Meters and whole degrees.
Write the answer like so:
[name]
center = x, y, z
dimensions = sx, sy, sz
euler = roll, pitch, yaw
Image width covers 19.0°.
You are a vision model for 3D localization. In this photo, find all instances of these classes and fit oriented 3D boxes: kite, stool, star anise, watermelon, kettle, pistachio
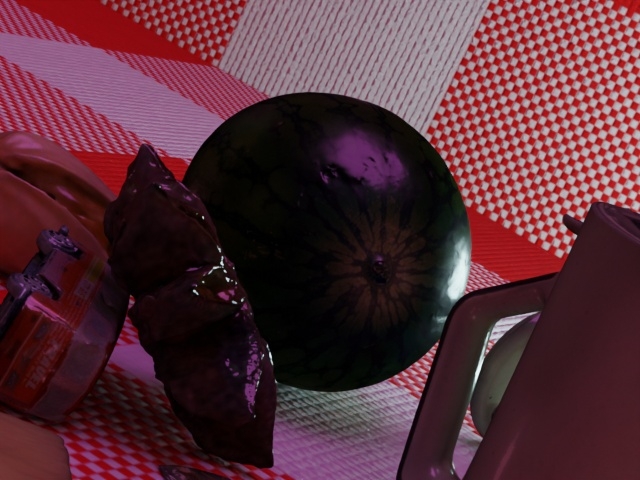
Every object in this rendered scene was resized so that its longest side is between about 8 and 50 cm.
[kite]
center = -0.042, 0.244, 1.751
dimensions = 0.229, 0.016, 0.127
euler = 14, 20, -44
[stool]
center = 0.303, 0.208, 2.230
dimensions = 0.195, 0.195, 0.198
euler = 15, 21, -42
[star anise]
center = -0.123, 0.071, 1.823
dimensions = 0.332, 0.117, 0.331
euler = -24, 90, -86
[watermelon]
center = 0.000, 0.000, 2.132
dimensions = 0.363, 0.363, 0.363
euler = 25, 11, -5
[kettle]
center = 0.248, 0.160, 1.828
dimensions = 0.361, 0.376, 0.250
euler = 35, 15, 37
[pistachio]
center = -0.303, -0.022, 2.084
dimensions = 0.229, 0.157, 0.157
euler = 34, 6, -29

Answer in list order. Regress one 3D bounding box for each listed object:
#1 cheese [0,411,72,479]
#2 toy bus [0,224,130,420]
[cheese]
center = -0.303, 0.169, 1.259
dimensions = 0.265, 0.124, 0.242
euler = 23, 8, -16
[toy bus]
center = -0.250, 0.082, 1.785
dimensions = 0.120, 0.121, 0.265
euler = 34, 10, -7
